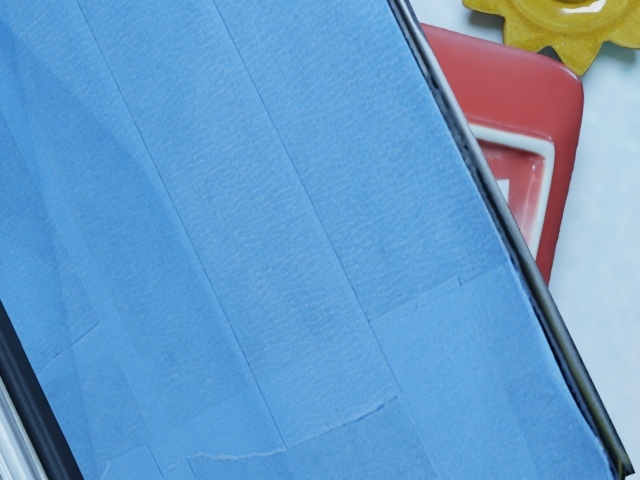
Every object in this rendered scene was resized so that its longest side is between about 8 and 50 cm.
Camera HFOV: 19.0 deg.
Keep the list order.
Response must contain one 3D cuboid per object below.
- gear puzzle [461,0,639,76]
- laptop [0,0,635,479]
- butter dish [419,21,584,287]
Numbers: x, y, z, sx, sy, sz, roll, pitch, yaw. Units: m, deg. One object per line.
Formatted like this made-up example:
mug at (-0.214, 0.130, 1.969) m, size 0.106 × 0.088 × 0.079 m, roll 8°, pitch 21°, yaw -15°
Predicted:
gear puzzle at (0.178, -0.199, 0.707) m, size 0.175 × 0.044 × 0.339 m, roll 37°, pitch 95°, yaw -5°
laptop at (-0.190, -0.012, 0.561) m, size 0.408 × 0.236 × 0.382 m, roll -25°, pitch 85°, yaw -3°
butter dish at (0.000, 0.000, 0.682) m, size 0.160 × 0.118 × 0.160 m, roll 8°, pitch 93°, yaw -42°
